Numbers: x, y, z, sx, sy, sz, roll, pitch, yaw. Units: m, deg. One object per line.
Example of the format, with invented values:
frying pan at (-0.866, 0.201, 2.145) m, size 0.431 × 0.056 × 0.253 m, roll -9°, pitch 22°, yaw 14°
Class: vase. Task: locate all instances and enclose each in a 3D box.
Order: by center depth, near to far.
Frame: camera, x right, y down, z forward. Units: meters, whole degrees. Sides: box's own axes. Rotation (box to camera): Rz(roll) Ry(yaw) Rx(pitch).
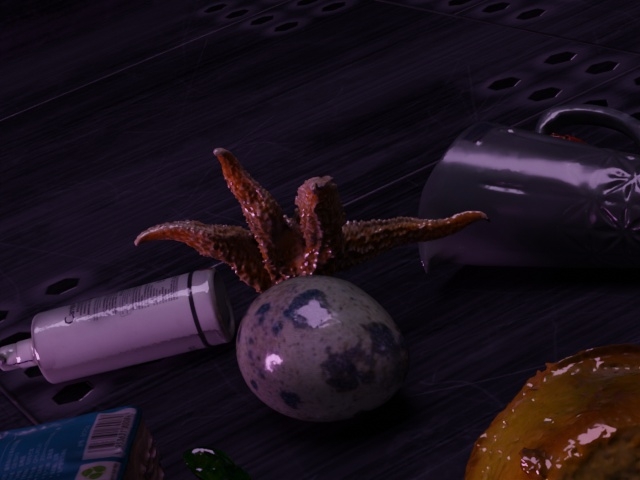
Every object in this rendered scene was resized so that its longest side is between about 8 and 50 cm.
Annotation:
vase at (0.278, -0.046, 1.770) m, size 0.300 × 0.156 × 0.251 m, roll 8°, pitch 54°, yaw 35°

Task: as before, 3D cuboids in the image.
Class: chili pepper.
chili pepper at (-0.090, 0.232, 1.498) m, size 0.073 × 0.050 × 0.182 m, roll -20°, pitch 19°, yaw 9°

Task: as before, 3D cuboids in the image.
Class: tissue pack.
tissue pack at (-0.236, 0.269, 1.402) m, size 0.192 × 0.134 × 0.271 m, roll -13°, pitch 22°, yaw 10°

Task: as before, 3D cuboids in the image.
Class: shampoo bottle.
shampoo bottle at (-0.230, 0.101, 1.862) m, size 0.262 × 0.085 × 0.085 m, roll -14°, pitch 22°, yaw 8°

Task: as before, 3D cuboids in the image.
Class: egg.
egg at (0.003, 0.104, 1.614) m, size 0.181 × 0.141 × 0.141 m, roll 10°, pitch 34°, yaw 39°

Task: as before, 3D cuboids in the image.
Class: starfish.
starfish at (-0.016, -0.003, 1.665) m, size 0.301 × 0.293 × 0.084 m, roll -23°, pitch 58°, yaw 19°

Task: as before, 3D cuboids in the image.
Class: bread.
bread at (0.227, 0.167, 1.298) m, size 0.260 × 0.147 × 0.160 m, roll -15°, pitch 18°, yaw -1°

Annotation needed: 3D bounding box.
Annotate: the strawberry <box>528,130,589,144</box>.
strawberry at (0.245, -0.079, 1.953) m, size 0.140 × 0.085 × 0.192 m, roll -29°, pitch 26°, yaw -32°
